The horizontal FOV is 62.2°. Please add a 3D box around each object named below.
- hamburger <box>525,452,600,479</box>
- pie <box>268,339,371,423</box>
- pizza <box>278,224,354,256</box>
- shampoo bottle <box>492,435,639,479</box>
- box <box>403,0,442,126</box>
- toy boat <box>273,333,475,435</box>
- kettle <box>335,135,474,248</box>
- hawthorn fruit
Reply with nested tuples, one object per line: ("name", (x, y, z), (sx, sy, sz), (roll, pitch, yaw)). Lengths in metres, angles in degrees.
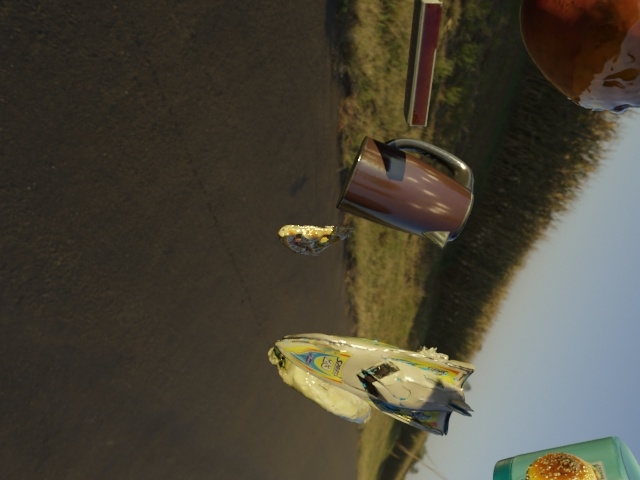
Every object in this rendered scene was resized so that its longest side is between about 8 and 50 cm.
("hamburger", (0.478, 0.472, 1.044), (0.126, 0.141, 0.081), (-96, 179, -78))
("pie", (0.004, 0.234, 0.865), (0.052, 0.185, 0.218), (-57, -168, -9))
("pizza", (0.000, 0.000, 1.248), (0.184, 0.176, 0.036), (52, 33, -68))
("shampoo bottle", (0.704, 0.732, 1.442), (0.343, 0.331, 0.331), (-28, 180, 28))
("box", (0.153, -0.277, 0.810), (0.115, 0.036, 0.177), (-79, 172, -59))
("toy boat", (0.053, 0.134, 0.546), (0.066, 0.210, 0.084), (-80, -173, -71))
("kettle", (0.168, -0.100, 0.991), (0.144, 0.232, 0.202), (118, -6, -58))
("hawthorn fruit", (0.653, -0.476, 1.086), (0.471, 0.472, 0.471), (-53, 161, -28))
